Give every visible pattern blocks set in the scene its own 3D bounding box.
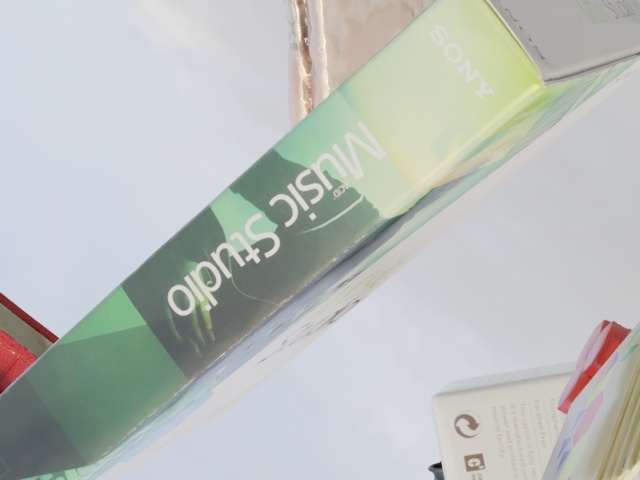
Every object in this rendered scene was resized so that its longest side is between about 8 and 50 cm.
[{"bbox_3d":[0.182,0.128,1.048,0.026,0.285,0.325,30,-125,2],"label":"pattern blocks set"}]

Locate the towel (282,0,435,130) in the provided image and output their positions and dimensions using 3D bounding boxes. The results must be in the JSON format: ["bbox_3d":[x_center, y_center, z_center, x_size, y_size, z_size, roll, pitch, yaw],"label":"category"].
[{"bbox_3d":[0.070,-0.158,1.261,0.053,0.317,0.332,15,-142,28],"label":"towel"}]

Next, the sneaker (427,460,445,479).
[{"bbox_3d":[0.162,0.315,2.009,0.097,0.234,0.084,32,166,-19],"label":"sneaker"}]

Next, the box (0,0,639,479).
[{"bbox_3d":[0.000,0.000,0.739,0.058,0.322,0.232,51,-155,7],"label":"box"}]

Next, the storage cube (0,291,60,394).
[{"bbox_3d":[-0.269,0.118,1.057,0.184,0.193,0.215,42,177,-23],"label":"storage cube"}]

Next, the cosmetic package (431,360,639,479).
[{"bbox_3d":[0.353,0.188,1.629,0.230,0.453,0.161,8,-108,-80],"label":"cosmetic package"}]
